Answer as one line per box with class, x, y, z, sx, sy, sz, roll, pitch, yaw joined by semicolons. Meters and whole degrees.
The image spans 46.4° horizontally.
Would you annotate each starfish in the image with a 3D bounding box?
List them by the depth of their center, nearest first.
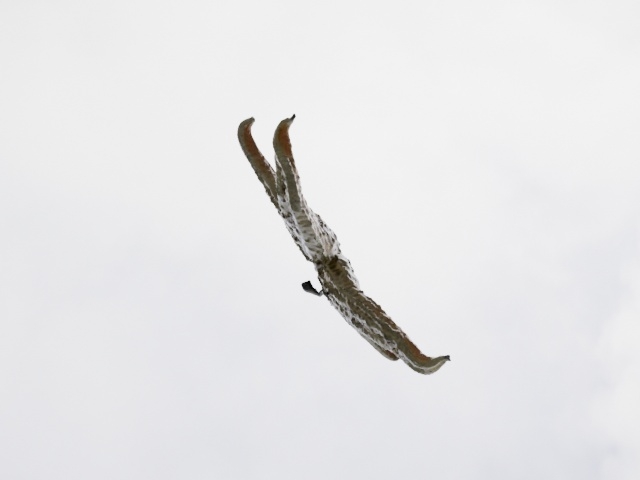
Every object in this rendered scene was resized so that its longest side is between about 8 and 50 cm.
starfish;-0.001;0.001;0.578;0.050;0.138;0.247;-34;-94;-13
